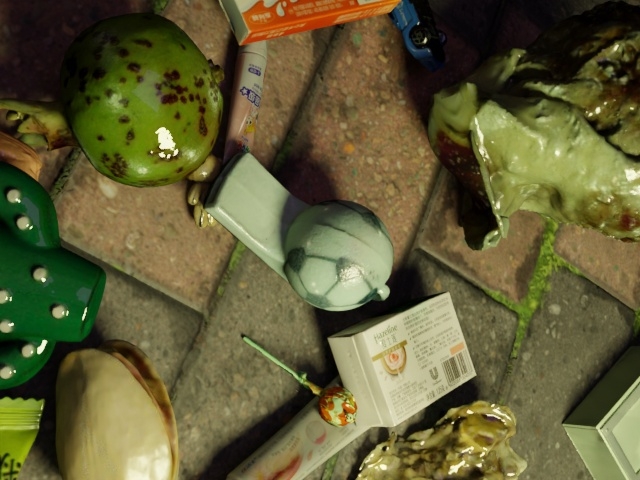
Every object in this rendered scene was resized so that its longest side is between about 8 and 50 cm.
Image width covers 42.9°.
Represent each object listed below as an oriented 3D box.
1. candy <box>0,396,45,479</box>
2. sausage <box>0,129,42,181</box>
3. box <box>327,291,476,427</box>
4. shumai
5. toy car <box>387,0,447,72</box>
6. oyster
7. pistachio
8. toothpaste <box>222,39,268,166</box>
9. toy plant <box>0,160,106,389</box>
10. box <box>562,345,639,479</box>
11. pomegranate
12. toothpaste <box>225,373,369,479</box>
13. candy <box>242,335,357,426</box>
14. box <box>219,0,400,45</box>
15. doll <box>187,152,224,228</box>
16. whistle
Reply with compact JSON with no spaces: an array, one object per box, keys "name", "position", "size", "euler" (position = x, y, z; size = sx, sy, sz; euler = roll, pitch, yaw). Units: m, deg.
[{"name":"candy","position":[-0.387,0.288,0.868],"size":[0.149,0.069,0.246],"euler":[11,78,-30]},{"name":"sausage","position":[-0.445,-0.120,0.886],"size":[0.289,0.086,0.086],"euler":[25,71,-25]},{"name":"box","position":[0.118,0.165,1.149],"size":[0.199,0.081,0.135],"euler":[-18,90,-45]},{"name":"shumai","position":[0.332,-0.168,1.214],"size":[0.348,0.395,0.395],"euler":[-6,85,-10]},{"name":"toy car","position":[0.137,-0.362,1.263],"size":[0.103,0.063,0.216],"euler":[-21,93,-63]},{"name":"oyster","position":[0.155,0.381,1.136],"size":[0.351,0.115,0.238],"euler":[-20,92,-31]},{"name":"pistachio","position":[-0.230,0.223,0.928],"size":[0.144,0.144,0.215],"euler":[-11,90,-31]},{"name":"toothpaste","position":[-0.104,-0.186,1.116],"size":[0.067,0.043,0.194],"euler":[30,64,-63]},{"name":"toy plant","position":[-0.359,0.041,0.866],"size":[0.243,0.112,0.232],"euler":[42,89,-4]},{"name":"box","position":[0.531,0.295,1.382],"size":[0.225,0.086,0.129],"euler":[-37,101,-28]},{"name":"pomegranate","position":[-0.236,-0.154,0.955],"size":[0.263,0.211,0.211],"euler":[-19,92,-6]},{"name":"toothpaste","position":[-0.020,0.269,1.087],"size":[0.323,0.066,0.100],"euler":[-33,94,-35]},{"name":"candy","position":[-0.028,0.182,1.083],"size":[0.185,0.055,0.049],"euler":[36,109,5]},{"name":"box","position":[-0.048,-0.426,1.163],"size":[0.273,0.048,0.265],"euler":[-20,83,-30]},{"name":"doll","position":[-0.150,-0.066,1.066],"size":[0.061,0.051,0.093],"euler":[-13,86,-61]},{"name":"whistle","position":[0.000,0.000,1.077],"size":[0.290,0.163,0.163],"euler":[42,64,-33]}]
